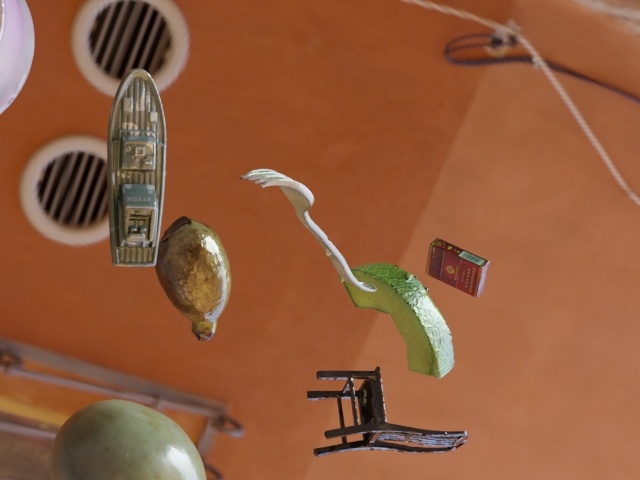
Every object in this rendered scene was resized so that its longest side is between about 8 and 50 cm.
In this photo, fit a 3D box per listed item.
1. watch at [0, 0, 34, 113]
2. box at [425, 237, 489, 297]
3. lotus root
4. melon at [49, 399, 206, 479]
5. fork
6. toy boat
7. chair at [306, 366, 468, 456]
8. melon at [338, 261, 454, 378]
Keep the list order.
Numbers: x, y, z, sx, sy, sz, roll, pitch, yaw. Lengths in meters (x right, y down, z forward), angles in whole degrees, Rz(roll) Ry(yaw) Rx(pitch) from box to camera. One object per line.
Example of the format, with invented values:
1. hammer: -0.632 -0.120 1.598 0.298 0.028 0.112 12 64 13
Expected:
1. watch: -0.397 -0.234 1.129 0.211 0.217 0.248 69 41 -83
2. box: 0.181 0.036 1.483 0.082 0.023 0.052 26 -51 26
3. lotus root: -0.214 0.064 1.909 0.138 0.138 0.214 10 -66 65
4. melon: -0.329 0.409 1.912 0.308 0.271 0.272 55 -51 21
5. fork: 0.003 -0.006 0.923 0.034 0.219 0.028 18 -106 35
6. toy boat: -0.239 -0.095 1.456 0.085 0.078 0.261 179 -88 -72
7. chair: 0.095 0.237 1.544 0.084 0.212 0.101 114 -28 -57
8. melon: 0.122 0.110 1.633 0.209 0.064 0.118 58 -38 8
